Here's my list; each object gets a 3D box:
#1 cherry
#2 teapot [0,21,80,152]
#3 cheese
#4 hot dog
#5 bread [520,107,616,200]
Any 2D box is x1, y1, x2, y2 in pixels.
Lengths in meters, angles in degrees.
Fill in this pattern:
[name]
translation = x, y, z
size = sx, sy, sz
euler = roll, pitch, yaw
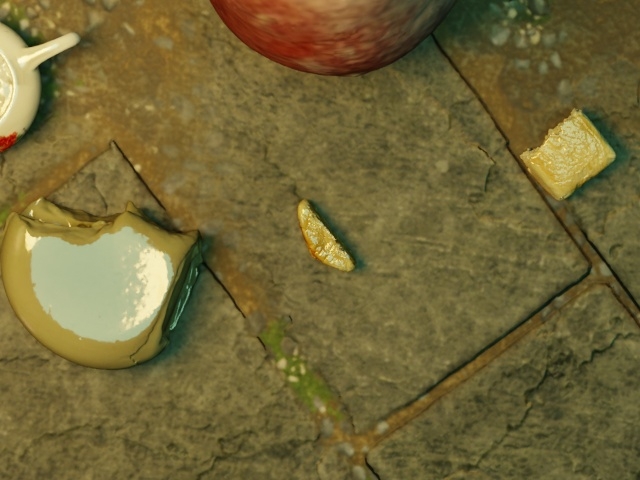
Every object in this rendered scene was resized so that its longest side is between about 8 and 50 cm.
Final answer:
[cherry]
translation = 0.020, -0.324, 1.592
size = 0.291, 0.335, 0.326
euler = 20, 77, 13
[teapot]
translation = -0.341, -0.156, 1.691
size = 0.226, 0.092, 0.145
euler = -28, 101, -2
[cheese]
translation = -0.231, 0.037, 1.724
size = 0.203, 0.091, 0.175
euler = 25, 93, -7
[hot dog]
translation = 0.000, 0.000, 1.768
size = 0.034, 0.030, 0.090
euler = -38, 98, 9
[bread]
translation = 0.259, -0.087, 1.777
size = 0.083, 0.035, 0.070
euler = -44, 98, 8
